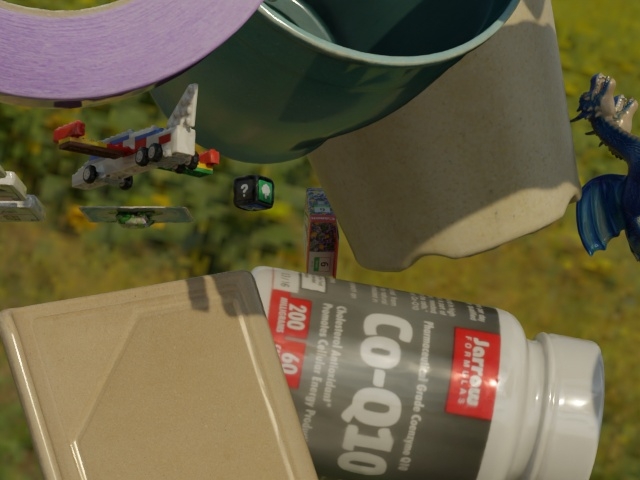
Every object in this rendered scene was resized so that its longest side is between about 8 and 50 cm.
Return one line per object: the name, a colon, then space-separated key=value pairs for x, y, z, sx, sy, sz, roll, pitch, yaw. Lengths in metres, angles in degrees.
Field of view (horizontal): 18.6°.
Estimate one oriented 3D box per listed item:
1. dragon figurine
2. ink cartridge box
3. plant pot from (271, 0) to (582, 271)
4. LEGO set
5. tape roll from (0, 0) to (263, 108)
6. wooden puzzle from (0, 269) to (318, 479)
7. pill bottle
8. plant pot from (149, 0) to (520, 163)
dragon figurine: x=0.314 y=-0.024 z=1.944 sx=0.085 sy=0.289 sz=0.144 roll=7 pitch=-7 yaw=-39
ink cartridge box: x=0.000 y=0.000 z=1.943 sx=0.029 sy=0.063 sz=0.115 roll=2 pitch=28 yaw=-4
plant pot: x=0.092 y=-0.148 z=1.800 sx=0.334 sy=0.305 sz=0.334 roll=-17 pitch=11 yaw=3
LEGO set: x=-0.156 y=-0.052 z=1.314 sx=0.244 sy=0.060 sz=0.182 roll=1 pitch=-12 yaw=4
tape roll: x=-0.144 y=-0.211 z=1.068 sx=0.275 sy=0.274 sz=0.090 roll=13 pitch=-2 yaw=-9
wooden puzzle: x=-0.097 y=0.138 z=1.278 sx=0.044 sy=0.221 sz=0.239 roll=-26 pitch=-12 yaw=40
pill bottle: x=0.069 y=0.121 z=1.532 sx=0.283 sy=0.161 sz=0.161 roll=10 pitch=10 yaw=-4
plant pot: x=-0.019 y=-0.192 z=1.474 sx=0.272 sy=0.271 sz=0.255 roll=12 pitch=-28 yaw=-19
